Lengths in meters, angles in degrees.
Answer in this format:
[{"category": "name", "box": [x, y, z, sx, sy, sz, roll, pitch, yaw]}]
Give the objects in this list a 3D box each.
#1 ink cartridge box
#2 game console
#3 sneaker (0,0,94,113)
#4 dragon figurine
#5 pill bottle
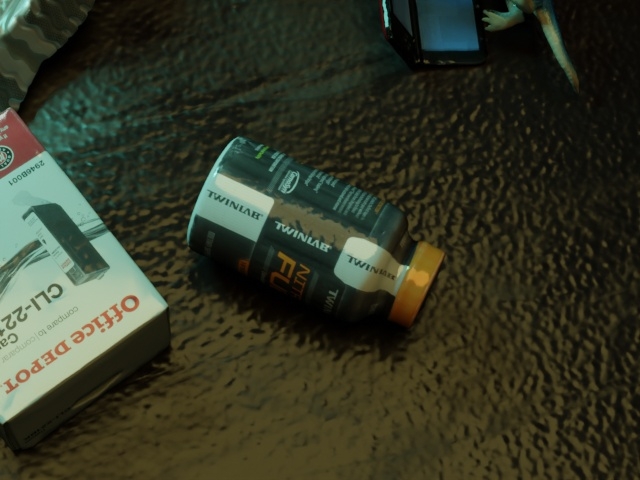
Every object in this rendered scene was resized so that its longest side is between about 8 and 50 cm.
[{"category": "ink cartridge box", "box": [-0.303, 0.039, 1.474, 0.197, 0.114, 0.273, -36, 76, -16]}, {"category": "game console", "box": [0.120, -0.272, 1.643, 0.085, 0.124, 0.144, -13, 68, 19]}, {"category": "sneaker", "box": [-0.364, -0.198, 1.588, 0.115, 0.105, 0.281, 29, 69, 38]}, {"category": "dragon figurine", "box": [0.226, -0.307, 1.651, 0.289, 0.085, 0.144, 44, 60, 5]}, {"category": "pill bottle", "box": [0.000, 0.000, 1.503, 0.245, 0.130, 0.130, 25, 69, 6]}]
